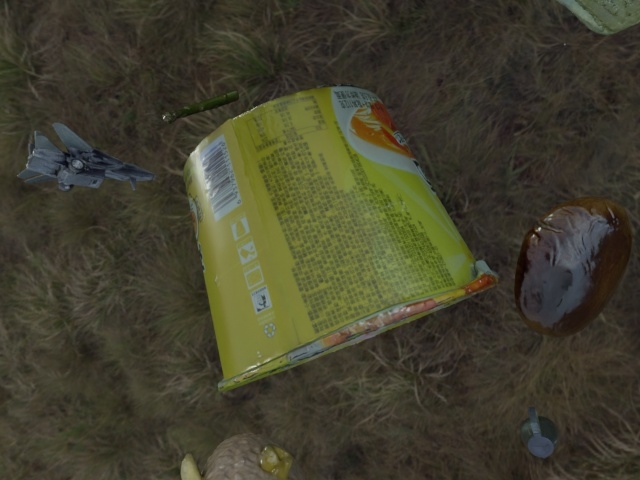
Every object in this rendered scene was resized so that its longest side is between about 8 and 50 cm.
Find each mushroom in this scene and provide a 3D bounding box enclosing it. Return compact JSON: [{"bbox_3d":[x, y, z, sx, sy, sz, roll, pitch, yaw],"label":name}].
[{"bbox_3d":[0.211,0.024,0.438,0.052,0.123,0.123,38,128,51],"label":"mushroom"}]

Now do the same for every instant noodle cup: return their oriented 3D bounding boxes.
[{"bbox_3d":[0.000,0.000,0.494,0.264,0.264,0.200,-30,75,30],"label":"instant noodle cup"}]

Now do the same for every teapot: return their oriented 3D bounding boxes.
[{"bbox_3d":[0.393,0.348,0.956,0.066,0.057,0.088,-15,98,21],"label":"teapot"}]

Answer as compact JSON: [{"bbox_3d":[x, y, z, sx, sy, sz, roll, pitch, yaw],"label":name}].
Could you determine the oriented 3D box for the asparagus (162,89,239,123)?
[{"bbox_3d":[-0.150,-0.169,0.672,0.018,0.127,0.015,-33,93,45],"label":"asparagus"}]

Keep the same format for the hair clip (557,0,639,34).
[{"bbox_3d":[0.239,-0.321,0.515,0.138,0.321,0.091,-27,51,52],"label":"hair clip"}]

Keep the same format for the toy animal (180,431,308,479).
[{"bbox_3d":[-0.105,0.430,0.862,0.188,0.358,0.227,-11,80,0],"label":"toy animal"}]

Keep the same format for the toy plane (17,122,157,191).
[{"bbox_3d":[-0.472,-0.145,1.120,0.212,0.267,0.088,-37,52,39],"label":"toy plane"}]
